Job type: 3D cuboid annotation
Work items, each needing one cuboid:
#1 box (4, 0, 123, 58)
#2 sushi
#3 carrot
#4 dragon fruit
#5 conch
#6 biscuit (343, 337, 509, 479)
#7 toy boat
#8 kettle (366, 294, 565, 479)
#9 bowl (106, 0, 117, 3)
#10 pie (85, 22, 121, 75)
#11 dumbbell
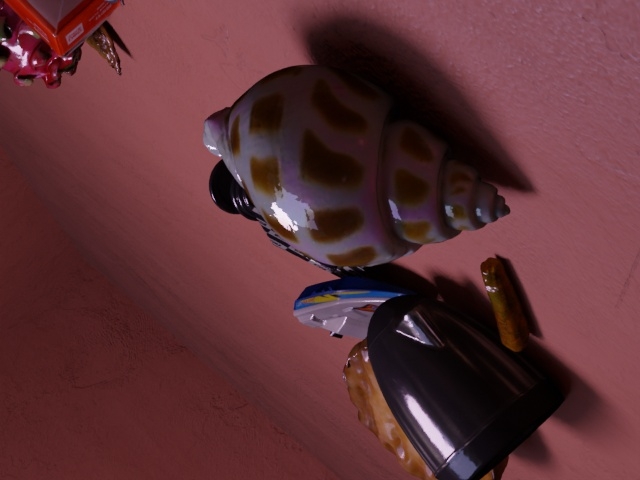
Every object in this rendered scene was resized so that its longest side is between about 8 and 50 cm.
[{"bbox_3d":[-0.412,-0.390,1.992,0.182,0.133,0.099,43,168,8],"label":"box"},{"bbox_3d":[0.000,0.000,2.026,0.193,0.043,0.279,26,171,11],"label":"sushi"},{"bbox_3d":[0.234,0.081,1.652,0.042,0.042,0.170,32,158,42],"label":"carrot"},{"bbox_3d":[-0.485,-0.385,2.142,0.198,0.272,0.218,4,167,-15],"label":"dragon fruit"},{"bbox_3d":[0.031,-0.084,1.482,0.368,0.197,0.249,38,-158,12],"label":"conch"},{"bbox_3d":[0.178,0.272,2.107,0.326,0.107,0.325,38,150,26],"label":"biscuit"},{"bbox_3d":[0.070,0.102,2.000,0.129,0.088,0.295,15,166,-23],"label":"toy boat"},{"bbox_3d":[0.181,0.187,1.825,0.271,0.207,0.251,48,-162,14],"label":"kettle"},{"bbox_3d":[-0.279,-0.418,1.566,0.238,0.126,0.237,42,165,14],"label":"bowl"},{"bbox_3d":[-0.391,-0.365,2.202,0.191,0.033,0.088,42,150,19],"label":"pie"},{"bbox_3d":[-0.115,-0.085,2.052,0.099,0.099,0.208,53,163,-25],"label":"dumbbell"}]
